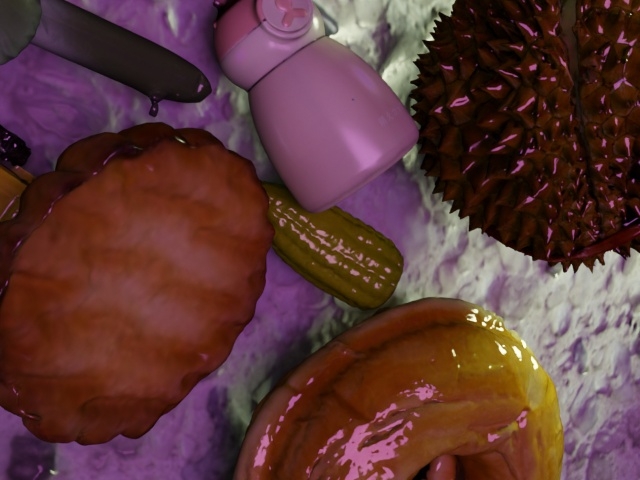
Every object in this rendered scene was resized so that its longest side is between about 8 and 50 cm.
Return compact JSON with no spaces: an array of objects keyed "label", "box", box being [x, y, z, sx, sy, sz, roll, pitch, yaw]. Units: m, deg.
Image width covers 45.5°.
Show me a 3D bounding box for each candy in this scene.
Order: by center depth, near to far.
[{"label":"candy","box":[0.000,0.000,0.874,0.209,0.097,0.096,34,84,-21]}]

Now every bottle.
[{"label":"bottle","box":[-0.019,-0.160,0.784,0.148,0.147,0.236,-37,97,-15]}]

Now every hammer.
[{"label":"hammer","box":[-0.239,-0.186,0.693,0.336,0.206,0.118,18,100,-46]}]

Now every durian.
[{"label":"durian","box":[0.267,-0.140,0.831,0.348,0.347,0.384,-28,127,-19]}]

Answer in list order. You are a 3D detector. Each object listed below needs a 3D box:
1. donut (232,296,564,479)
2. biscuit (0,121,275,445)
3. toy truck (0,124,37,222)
[{"label":"donut","box":[0.105,0.283,0.921,0.449,0.198,0.448,-7,106,-26]},{"label":"biscuit","box":[-0.185,0.039,0.737,0.326,0.107,0.325,-32,137,-36]},{"label":"toy truck","box":[-0.372,-0.092,0.663,0.286,0.111,0.136,38,81,-27]}]
